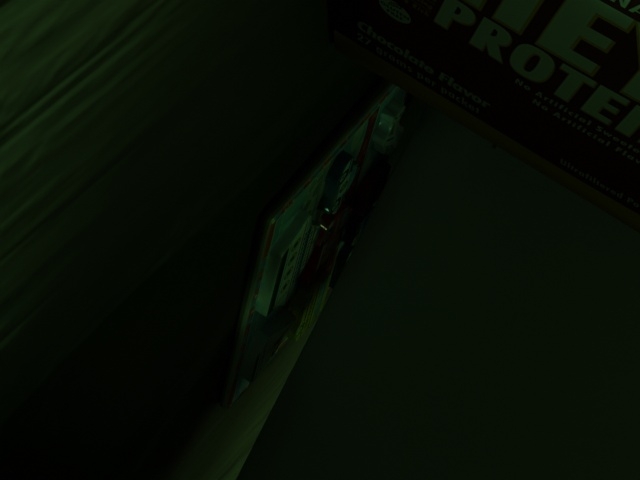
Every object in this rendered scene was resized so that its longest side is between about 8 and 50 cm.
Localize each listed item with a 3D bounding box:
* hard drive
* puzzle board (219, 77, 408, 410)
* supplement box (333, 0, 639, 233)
[{"bbox_3d":[0.102,0.050,0.710,0.319,0.210,0.040,-63,157,-4],"label":"hard drive"},{"bbox_3d":[0.000,0.000,0.737,0.096,0.011,0.128,-51,165,-34],"label":"puzzle board"},{"bbox_3d":[0.107,-0.133,0.547,0.194,0.129,0.191,-55,168,-15],"label":"supplement box"}]
